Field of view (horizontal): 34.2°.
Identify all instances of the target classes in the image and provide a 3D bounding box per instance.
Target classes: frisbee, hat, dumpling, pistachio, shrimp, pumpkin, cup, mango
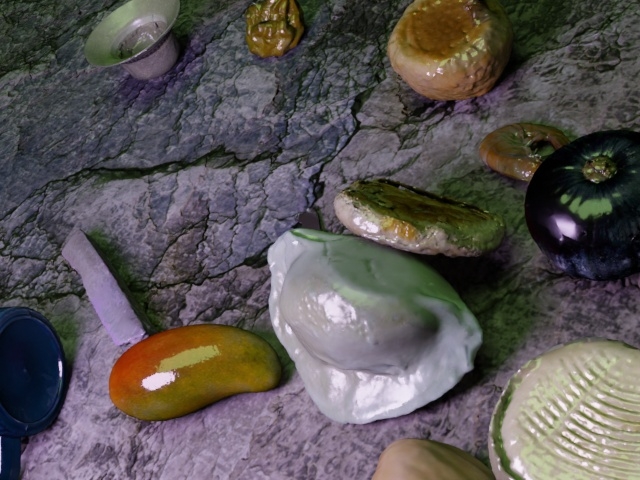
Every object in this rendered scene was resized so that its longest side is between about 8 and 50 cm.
[{"bbox_3d":[0.000,0.000,1.812,0.211,0.012,0.187,-28,41,8],"label":"frisbee"},{"bbox_3d":[-0.403,-0.444,2.396,0.257,0.130,0.257,-17,44,17],"label":"hat"},{"bbox_3d":[0.047,0.103,1.539,0.270,0.212,0.320,-41,31,-3],"label":"dumpling"},{"bbox_3d":[0.155,0.353,1.272,0.182,0.162,0.293,-19,37,-20],"label":"pistachio"},{"bbox_3d":[0.356,-0.136,1.695,0.133,0.053,0.236,-25,34,-20],"label":"shrimp"},{"bbox_3d":[0.407,-0.053,1.488,0.233,0.163,0.233,-16,46,17],"label":"pumpkin"},{"bbox_3d":[-0.628,0.262,1.800,0.292,0.242,0.307,-9,45,23],"label":"cup"},{"bbox_3d":[-0.207,0.206,1.671,0.289,0.129,0.146,-17,42,6],"label":"mango"}]

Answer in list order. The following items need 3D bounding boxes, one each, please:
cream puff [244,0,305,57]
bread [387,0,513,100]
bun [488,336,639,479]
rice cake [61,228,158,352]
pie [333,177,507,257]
[{"bbox_3d":[-0.106,-0.471,2.245,0.146,0.116,0.146,-15,46,16],"label":"cream puff"},{"bbox_3d":[0.246,-0.354,1.897,0.245,0.134,0.244,-15,46,16],"label":"bread"},{"bbox_3d":[0.331,0.251,1.259,0.259,0.152,0.259,-16,49,19],"label":"bun"},{"bbox_3d":[-0.398,0.095,1.939,0.070,0.064,0.399,-46,42,1],"label":"rice cake"},{"bbox_3d":[0.154,-0.036,1.600,0.274,0.055,0.274,9,18,-3],"label":"pie"}]
